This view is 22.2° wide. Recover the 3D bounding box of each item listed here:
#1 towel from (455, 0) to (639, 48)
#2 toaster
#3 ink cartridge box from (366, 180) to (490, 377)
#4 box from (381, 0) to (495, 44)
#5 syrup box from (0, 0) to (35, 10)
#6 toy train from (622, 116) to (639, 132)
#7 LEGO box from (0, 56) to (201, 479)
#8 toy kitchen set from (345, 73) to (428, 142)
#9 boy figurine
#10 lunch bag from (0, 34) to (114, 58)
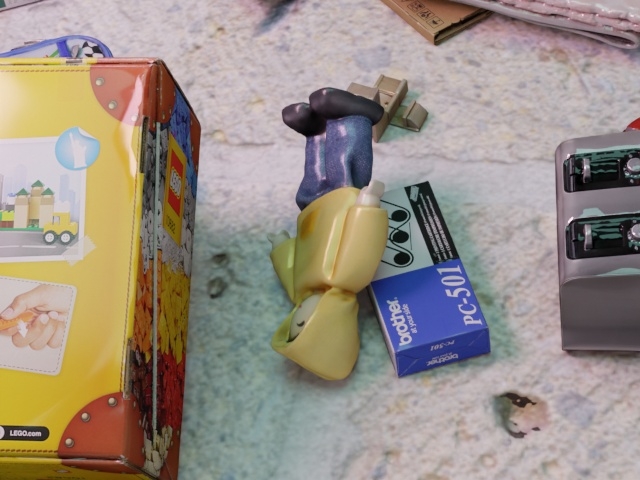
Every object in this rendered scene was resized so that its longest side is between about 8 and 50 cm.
[{"bbox_3d":[0.269,-0.366,1.954,0.332,0.053,0.317,16,47,15],"label":"towel"},{"bbox_3d":[0.284,0.007,1.575,0.110,0.185,0.168,-1,57,9],"label":"toaster"},{"bbox_3d":[0.094,0.035,1.649,0.097,0.046,0.207,-14,49,-4],"label":"ink cartridge box"},{"bbox_3d":[0.141,-0.329,1.978,0.164,0.021,0.201,-30,52,-19],"label":"box"},{"bbox_3d":[-0.398,-0.347,2.013,0.237,0.093,0.096,-16,50,-7],"label":"syrup box"},{"bbox_3d":[0.340,-0.114,1.755,0.158,0.036,0.027,-35,54,-22],"label":"toy train"},{"bbox_3d":[-0.384,0.033,1.527,0.500,0.193,0.372,1,74,7],"label":"LEGO box"},{"bbox_3d":[0.079,-0.159,1.801,0.068,0.075,0.083,18,58,20],"label":"toy kitchen set"},{"bbox_3d":[0.000,0.000,1.630,0.177,0.092,0.285,-18,60,51],"label":"boy figurine"},{"bbox_3d":[-0.301,-0.098,1.773,0.243,0.115,0.303,-15,50,-9],"label":"lunch bag"}]
